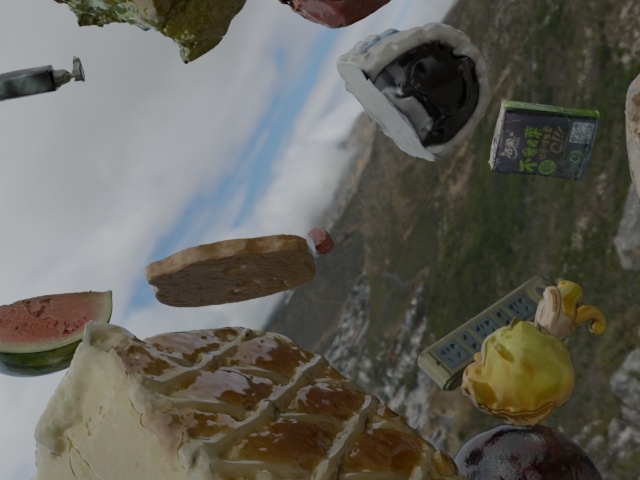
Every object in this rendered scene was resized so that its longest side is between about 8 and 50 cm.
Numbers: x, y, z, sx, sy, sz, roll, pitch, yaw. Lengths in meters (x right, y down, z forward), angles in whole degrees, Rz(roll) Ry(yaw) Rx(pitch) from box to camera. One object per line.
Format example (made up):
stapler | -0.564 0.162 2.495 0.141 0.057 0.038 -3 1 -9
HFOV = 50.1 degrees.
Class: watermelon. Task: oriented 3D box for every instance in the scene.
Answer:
watermelon | -0.536 0.205 1.339 0.304 0.159 0.128 -11 -50 -34

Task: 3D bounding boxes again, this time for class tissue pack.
tissue pack | 0.549 -0.246 1.689 0.073 0.236 0.173 -78 -7 -63

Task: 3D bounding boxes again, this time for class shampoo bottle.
shampoo bottle | -0.601 -0.337 1.438 0.057 0.208 0.063 -108 7 -55

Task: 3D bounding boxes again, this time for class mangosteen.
mangosteen | 0.365 0.479 1.239 0.311 0.311 0.311 -60 -2 -3

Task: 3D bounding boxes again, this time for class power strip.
power strip | 0.368 0.173 1.384 0.388 0.092 0.066 -28 -39 -24

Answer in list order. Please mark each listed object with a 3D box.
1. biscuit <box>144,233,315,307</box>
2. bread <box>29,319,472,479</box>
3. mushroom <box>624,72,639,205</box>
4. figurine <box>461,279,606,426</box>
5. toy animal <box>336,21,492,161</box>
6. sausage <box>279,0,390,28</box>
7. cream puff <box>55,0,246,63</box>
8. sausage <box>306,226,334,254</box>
biscuit | -0.206 0.071 1.585 0.365 0.385 0.062 80 179 -71
bread | -0.084 0.286 0.779 0.390 0.371 0.279 10 -68 -55
mushroom | 0.473 -0.115 0.867 0.146 0.278 0.278 -16 0 4
figurine | 0.287 0.149 0.908 0.246 0.131 0.156 -44 -48 -32
toy animal | 0.146 -0.239 1.037 0.156 0.208 0.204 -44 22 -4
sausage | 0.064 -0.354 0.762 0.280 0.152 0.152 -42 -5 -8
cream puff | -0.278 -0.469 1.121 0.270 0.324 0.274 123 162 -76
sausage | 0.001 0.000 1.767 0.094 0.054 0.059 -127 28 -54
